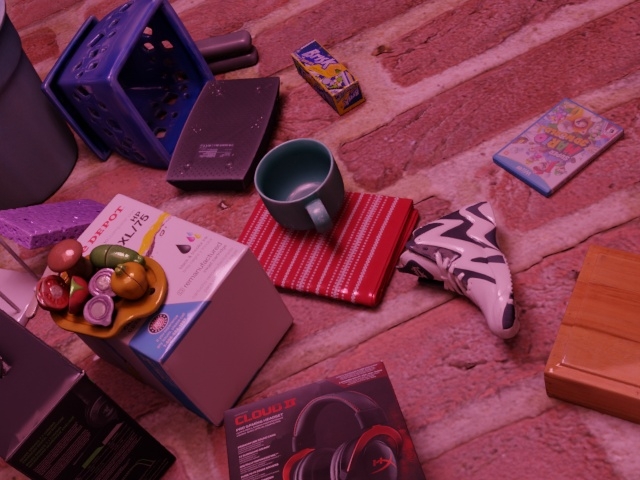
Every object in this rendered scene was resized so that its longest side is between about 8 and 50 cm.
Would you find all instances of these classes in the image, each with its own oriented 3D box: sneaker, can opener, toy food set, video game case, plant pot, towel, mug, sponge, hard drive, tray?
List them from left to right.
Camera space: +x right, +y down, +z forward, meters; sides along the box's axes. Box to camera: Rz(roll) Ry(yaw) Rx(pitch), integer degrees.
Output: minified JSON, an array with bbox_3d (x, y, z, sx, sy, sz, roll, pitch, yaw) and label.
[{"bbox_3d":[-0.650,-0.237,1.469,0.341,0.334,0.341,-10,51,12],"label":"plant pot"},{"bbox_3d":[-0.445,-0.033,1.351,0.117,0.031,0.210,20,20,30],"label":"sponge"},{"bbox_3d":[-0.310,0.051,1.031,0.218,0.071,0.128,6,57,26],"label":"toy food set"},{"bbox_3d":[-0.367,-0.293,1.484,0.212,0.236,0.236,2,55,29],"label":"plant pot"},{"bbox_3d":[-0.269,-0.385,1.616,0.283,0.076,0.095,-10,52,11],"label":"can opener"},{"bbox_3d":[-0.169,-0.194,1.444,0.172,0.054,0.255,1,54,20],"label":"hard drive"},{"bbox_3d":[-0.030,-0.069,1.227,0.129,0.097,0.158,-2,54,19],"label":"mug"},{"bbox_3d":[0.000,0.000,1.247,0.275,0.031,0.199,10,57,27],"label":"towel"},{"bbox_3d":[0.185,0.050,1.099,0.153,0.094,0.235,-14,50,11],"label":"sneaker"},{"bbox_3d":[0.372,-0.149,1.237,0.166,0.015,0.119,-38,51,-11],"label":"video game case"},{"bbox_3d":[0.497,0.142,0.926,0.411,0.076,0.203,14,60,28],"label":"tray"}]

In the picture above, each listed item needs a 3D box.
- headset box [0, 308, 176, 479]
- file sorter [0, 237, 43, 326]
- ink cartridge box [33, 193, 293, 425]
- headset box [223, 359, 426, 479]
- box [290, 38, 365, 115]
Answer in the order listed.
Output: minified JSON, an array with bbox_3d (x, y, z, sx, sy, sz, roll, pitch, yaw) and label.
[{"bbox_3d":[-0.367,0.225,1.040,0.246,0.283,0.131,25,65,34],"label":"headset box"},{"bbox_3d":[-0.626,0.124,1.286,0.192,0.173,0.278,6,56,25],"label":"file sorter"},{"bbox_3d":[-0.224,0.095,1.143,0.270,0.197,0.198,20,63,32],"label":"ink cartridge box"},{"bbox_3d":[0.009,0.281,0.923,0.218,0.110,0.293,-17,32,0],"label":"headset box"},{"bbox_3d":[0.012,-0.305,1.464,0.059,0.054,0.169,-33,50,-6],"label":"box"}]
